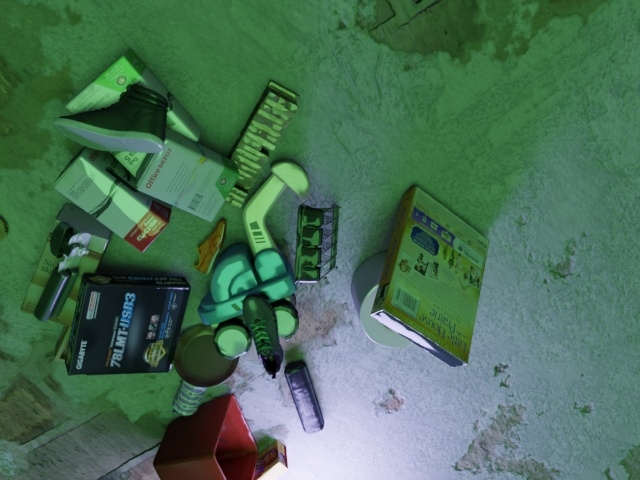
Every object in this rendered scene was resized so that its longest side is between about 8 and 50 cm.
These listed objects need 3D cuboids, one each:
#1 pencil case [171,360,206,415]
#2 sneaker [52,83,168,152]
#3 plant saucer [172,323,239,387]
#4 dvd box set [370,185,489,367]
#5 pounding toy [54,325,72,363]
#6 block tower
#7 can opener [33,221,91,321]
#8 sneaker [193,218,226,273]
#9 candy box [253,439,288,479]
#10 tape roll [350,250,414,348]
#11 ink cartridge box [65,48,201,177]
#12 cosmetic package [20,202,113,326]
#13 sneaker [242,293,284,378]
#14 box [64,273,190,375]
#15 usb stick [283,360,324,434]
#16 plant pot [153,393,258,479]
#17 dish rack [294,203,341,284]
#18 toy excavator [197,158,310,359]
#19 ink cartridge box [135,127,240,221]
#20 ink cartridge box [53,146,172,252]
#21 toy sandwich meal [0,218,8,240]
[{"bbox_3d":[-0.396,0.447,2.048,0.086,0.088,0.206,-2,123,-53],"label":"pencil case"},{"bbox_3d":[-0.487,-0.297,1.567,0.295,0.104,0.147,8,71,16],"label":"sneaker"},{"bbox_3d":[-0.340,0.348,1.975,0.198,0.199,0.036,-4,153,-5],"label":"plant saucer"},{"bbox_3d":[0.316,0.096,1.821,0.307,0.421,0.062,33,145,-20],"label":"dvd box set"},{"bbox_3d":[-0.645,0.283,1.939,0.205,0.094,0.181,22,105,-26],"label":"pounding toy"},{"bbox_3d":[-0.174,-0.253,1.749,0.090,0.097,0.336,26,108,-18],"label":"block tower"},{"bbox_3d":[-0.677,0.083,1.718,0.093,0.074,0.281,32,108,16],"label":"can opener"},{"bbox_3d":[-0.315,0.016,1.872,0.067,0.064,0.175,25,106,-6],"label":"sneaker"},{"bbox_3d":[-0.192,0.768,2.203,0.186,0.109,0.053,-40,113,12],"label":"candy box"},{"bbox_3d":[0.222,0.171,1.950,0.245,0.169,0.246,-3,115,-6],"label":"tape roll"},{"bbox_3d":[-0.466,-0.310,1.673,0.198,0.115,0.273,-38,114,10],"label":"ink cartridge box"},{"bbox_3d":[-0.691,0.069,1.809,0.153,0.129,0.296,22,109,-15],"label":"cosmetic package"},{"bbox_3d":[-0.144,0.251,1.730,0.083,0.098,0.224,-19,108,2],"label":"sneaker"},{"bbox_3d":[-0.539,0.238,1.849,0.293,0.073,0.296,5,113,-35],"label":"box"},{"bbox_3d":[-0.051,0.512,2.140,0.077,0.045,0.278,-19,115,-6],"label":"usb stick"},{"bbox_3d":[-0.366,0.683,2.073,0.235,0.267,0.268,-12,116,12],"label":"plant pot"},{"bbox_3d":[0.000,0.000,1.794,0.074,0.271,0.209,6,99,12],"label":"dish rack"},{"bbox_3d":[-0.176,0.045,1.837,0.432,0.222,0.446,-22,107,2],"label":"toy excavator"},{"bbox_3d":[-0.334,-0.165,1.653,0.212,0.093,0.154,24,111,-29],"label":"ink cartridge box"},{"bbox_3d":[-0.526,-0.123,1.705,0.272,0.197,0.114,39,103,-22],"label":"ink cartridge box"},{"bbox_3d":[-0.891,-0.037,1.792,0.085,0.029,0.086,-1,112,-2],"label":"toy sandwich meal"}]
